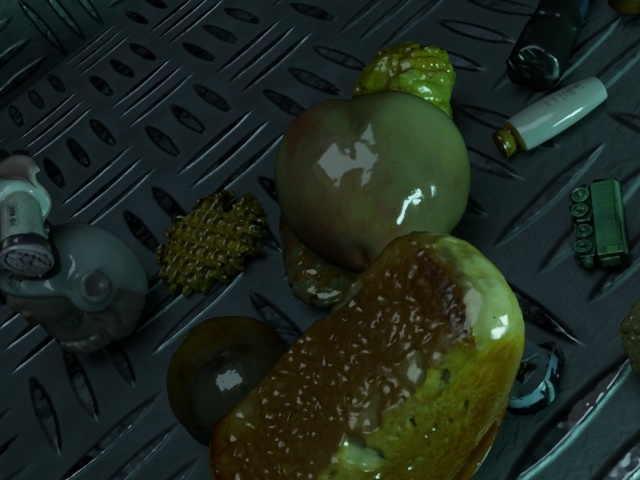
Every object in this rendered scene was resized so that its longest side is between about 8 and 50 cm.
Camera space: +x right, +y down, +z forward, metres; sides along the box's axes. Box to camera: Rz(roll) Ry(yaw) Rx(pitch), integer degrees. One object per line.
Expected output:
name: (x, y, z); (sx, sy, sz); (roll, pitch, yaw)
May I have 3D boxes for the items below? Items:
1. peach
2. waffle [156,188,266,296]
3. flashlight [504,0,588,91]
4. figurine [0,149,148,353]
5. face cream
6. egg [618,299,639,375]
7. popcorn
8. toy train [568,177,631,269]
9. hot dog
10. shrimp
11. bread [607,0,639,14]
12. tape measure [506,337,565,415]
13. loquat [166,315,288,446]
peach: (0.075, -0.085, 1.009); (0.292, 0.248, 0.292); (4, 44, -4)
waffle: (-0.208, -0.002, 1.289); (0.231, 0.051, 0.229); (-27, 45, 11)
flashlight: (0.442, -0.440, 1.230); (0.103, 0.103, 0.424); (8, 57, 38)
figurine: (-0.437, 0.044, 1.168); (0.253, 0.361, 0.211); (22, 65, 39)
face cream: (0.361, -0.196, 1.091); (0.182, 0.051, 0.072); (-31, 43, 4)
egg: (0.393, 0.114, 0.736); (0.140, 0.118, 0.116); (34, 73, 34)
popcorn: (0.152, -0.244, 1.184); (0.197, 0.197, 0.156); (-34, 57, 2)
toy train: (0.376, -0.024, 0.934); (0.070, 0.038, 0.148); (-8, 48, 24)
hot dog: (0.074, 0.192, 0.787); (0.405, 0.223, 0.185); (-47, 43, 8)
shrimp: (0.000, 0.001, 1.147); (0.153, 0.062, 0.294); (-22, 44, -3)
bread: (0.596, -0.464, 1.122); (0.246, 0.135, 0.232); (-4, 62, 24)
tape measure: (0.247, 0.163, 0.834); (0.091, 0.054, 0.094); (10, 56, 46)
loquat: (-0.120, 0.194, 0.949); (0.179, 0.179, 0.227); (-48, 25, -13)
